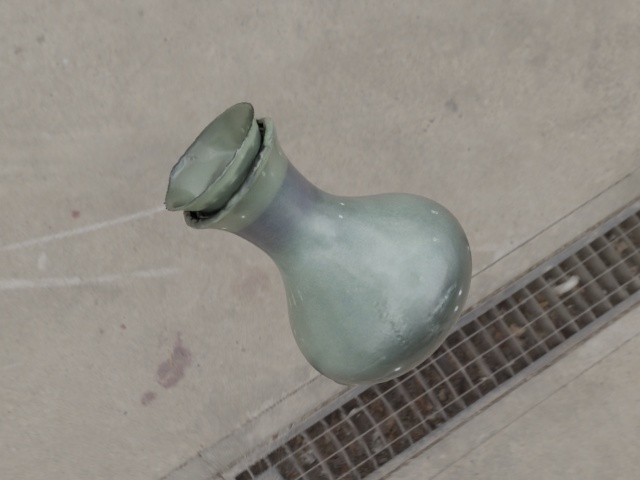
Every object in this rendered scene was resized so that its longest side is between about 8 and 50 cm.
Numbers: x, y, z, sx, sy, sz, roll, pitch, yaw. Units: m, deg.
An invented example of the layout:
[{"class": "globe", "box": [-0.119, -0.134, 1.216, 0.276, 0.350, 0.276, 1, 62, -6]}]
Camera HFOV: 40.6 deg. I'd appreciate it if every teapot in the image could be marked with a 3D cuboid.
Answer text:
[{"class": "teapot", "box": [0.000, 0.000, 0.725, 0.251, 0.183, 0.184, 39, 71, -27]}]
